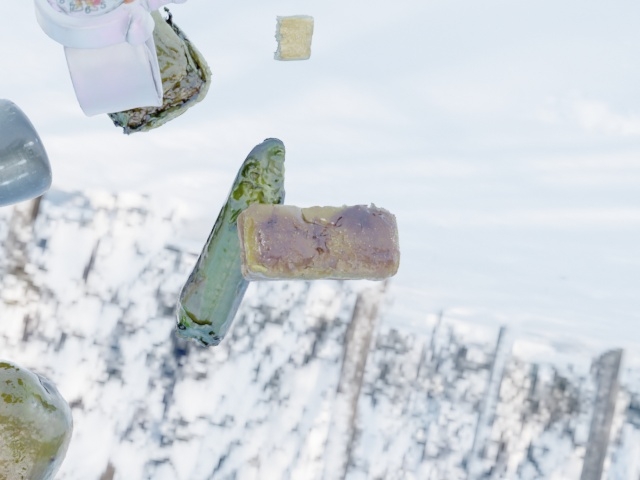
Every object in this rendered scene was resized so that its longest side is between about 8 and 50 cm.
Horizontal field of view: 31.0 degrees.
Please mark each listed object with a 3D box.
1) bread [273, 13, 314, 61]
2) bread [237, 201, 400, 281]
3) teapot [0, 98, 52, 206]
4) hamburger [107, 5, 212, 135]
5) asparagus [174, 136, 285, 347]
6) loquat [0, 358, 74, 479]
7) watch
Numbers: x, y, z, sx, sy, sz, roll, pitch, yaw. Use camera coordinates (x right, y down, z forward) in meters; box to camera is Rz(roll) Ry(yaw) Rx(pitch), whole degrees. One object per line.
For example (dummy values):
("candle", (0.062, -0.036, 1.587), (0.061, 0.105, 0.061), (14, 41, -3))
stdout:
("bread", (-0.045, -0.349, 1.985), (0.070, 0.083, 0.035), (-9, -153, -21))
("bread", (0.000, 0.000, 1.881), (0.271, 0.139, 0.077), (3, 164, -21))
("teapot", (-0.734, -0.172, 2.401), (0.223, 0.285, 0.305), (47, 153, 27))
("hamburger", (-0.286, -0.278, 1.878), (0.206, 0.183, 0.130), (57, 175, 13))
("asparagus", (-0.147, 0.006, 1.981), (0.108, 0.382, 0.128), (28, -155, 3))
("loquat", (-0.579, 0.338, 2.007), (0.276, 0.284, 0.276), (49, 173, 9))
("watch", (-0.259, -0.297, 1.513), (0.196, 0.244, 0.231), (-10, 152, -2))
